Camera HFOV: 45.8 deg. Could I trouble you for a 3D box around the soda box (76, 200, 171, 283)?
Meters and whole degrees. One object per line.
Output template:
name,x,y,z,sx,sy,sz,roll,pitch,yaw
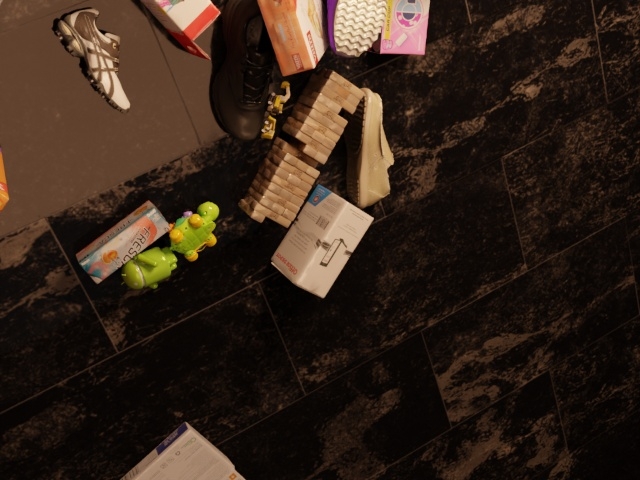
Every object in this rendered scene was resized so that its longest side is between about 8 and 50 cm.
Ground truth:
soda box,-0.388,0.002,1.494,0.183,0.063,0.058,-39,118,-8

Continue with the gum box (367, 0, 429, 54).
gum box,0.165,-0.486,1.577,0.107,0.062,0.188,-4,109,-24

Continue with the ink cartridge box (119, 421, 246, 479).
ink cartridge box,-0.318,0.556,1.731,0.223,0.045,0.224,-41,120,-6

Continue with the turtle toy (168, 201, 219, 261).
turtle toy,-0.257,-0.025,1.543,0.130,0.066,0.095,-40,142,-10

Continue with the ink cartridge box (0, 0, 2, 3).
ink cartridge box,-0.676,-0.510,1.194,0.385,0.091,0.308,28,95,-13

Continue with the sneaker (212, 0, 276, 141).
sneaker,-0.140,-0.327,1.456,0.109,0.130,0.286,-7,112,-25

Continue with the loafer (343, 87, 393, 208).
loafer,0.108,-0.200,1.636,0.092,0.102,0.268,-12,121,-22

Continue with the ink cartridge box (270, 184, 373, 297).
ink cartridge box,0.000,0.000,1.623,0.086,0.148,0.203,29,95,-32

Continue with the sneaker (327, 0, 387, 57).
sneaker,0.055,-0.490,1.471,0.102,0.146,0.293,9,87,-25

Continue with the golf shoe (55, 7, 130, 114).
golf shoe,-0.389,-0.325,1.373,0.094,0.077,0.198,-35,120,-10

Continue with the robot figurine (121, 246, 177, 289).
robot figurine,-0.348,0.056,1.525,0.115,0.067,0.101,-25,159,-26

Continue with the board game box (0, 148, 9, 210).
board game box,-0.738,-0.071,1.139,0.356,0.356,0.356,39,89,-30

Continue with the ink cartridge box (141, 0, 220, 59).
ink cartridge box,-0.268,-0.437,1.355,0.078,0.134,0.231,-46,120,-4

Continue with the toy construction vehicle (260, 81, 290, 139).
toy construction vehicle,-0.088,-0.258,1.514,0.035,0.098,0.086,17,144,0

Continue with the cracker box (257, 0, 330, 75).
cracker box,-0.040,-0.421,1.414,0.067,0.232,0.155,-10,118,18

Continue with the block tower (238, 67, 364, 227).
block tower,-0.041,-0.187,1.572,0.097,0.091,0.335,29,95,-29
